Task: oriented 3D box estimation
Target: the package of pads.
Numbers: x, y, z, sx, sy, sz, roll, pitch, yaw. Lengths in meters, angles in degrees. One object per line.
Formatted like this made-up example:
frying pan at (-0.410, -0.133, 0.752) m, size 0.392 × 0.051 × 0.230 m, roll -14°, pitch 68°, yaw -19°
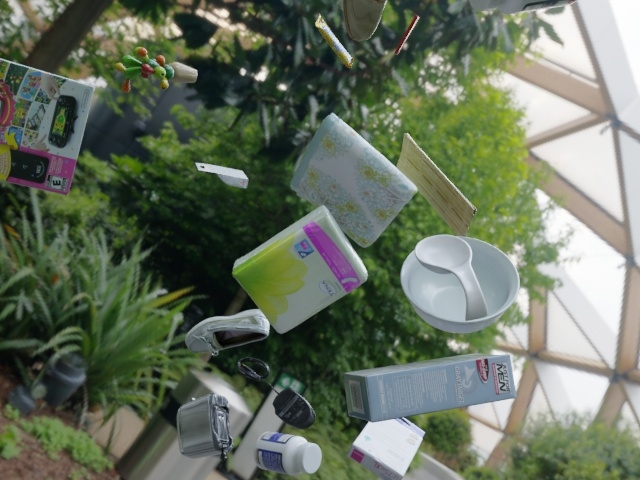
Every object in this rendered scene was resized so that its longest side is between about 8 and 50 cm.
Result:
package of pads at (-0.049, 0.083, 1.845) m, size 0.229 × 0.297 × 0.101 m, roll 56°, pitch 6°, yaw -22°

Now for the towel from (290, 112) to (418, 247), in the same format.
towel at (0.086, -0.161, 2.026) m, size 0.320 × 0.090 × 0.374 m, roll 39°, pitch -29°, yaw 2°

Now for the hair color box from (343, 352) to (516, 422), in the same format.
hair color box at (0.264, 0.356, 1.726) m, size 0.375 × 0.113 × 0.185 m, roll -6°, pitch -7°, yaw -15°

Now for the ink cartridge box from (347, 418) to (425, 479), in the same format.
ink cartridge box at (0.226, 0.675, 2.340) m, size 0.186 × 0.065 × 0.311 m, roll 31°, pitch 24°, yaw 13°

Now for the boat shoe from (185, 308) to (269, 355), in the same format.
boat shoe at (-0.329, 0.334, 2.466) m, size 0.103 × 0.321 × 0.118 m, roll -94°, pitch 166°, yaw -51°

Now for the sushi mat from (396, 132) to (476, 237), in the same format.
sushi mat at (0.321, -0.150, 1.976) m, size 0.316 × 0.019 × 0.151 m, roll 53°, pitch -24°, yaw 25°

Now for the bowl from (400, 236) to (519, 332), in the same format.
bowl at (0.356, 0.138, 1.825) m, size 0.298 × 0.298 × 0.134 m, roll 26°, pitch -38°, yaw 28°

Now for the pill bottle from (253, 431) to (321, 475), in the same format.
pill bottle at (-0.094, 0.626, 2.056) m, size 0.187 × 0.112 × 0.112 m, roll -4°, pitch -31°, yaw 40°

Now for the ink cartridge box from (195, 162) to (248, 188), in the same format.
ink cartridge box at (-0.358, -0.233, 2.527) m, size 0.179 × 0.045 × 0.145 m, roll 7°, pitch 15°, yaw -17°

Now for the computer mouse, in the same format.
computer mouse at (-0.104, 0.351, 1.623) m, size 0.242 × 0.071 × 0.041 m, roll 38°, pitch -16°, yaw 30°

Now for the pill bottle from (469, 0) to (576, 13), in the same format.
pill bottle at (0.343, -0.439, 1.178) m, size 0.108 × 0.180 × 0.107 m, roll 166°, pitch -90°, yaw -74°

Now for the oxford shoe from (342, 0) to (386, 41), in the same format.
oxford shoe at (0.140, -0.703, 1.918) m, size 0.123 × 0.348 × 0.130 m, roll 0°, pitch 35°, yaw -13°

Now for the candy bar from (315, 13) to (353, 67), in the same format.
candy bar at (0.036, -0.504, 1.788) m, size 0.018 × 0.040 × 0.161 m, roll -13°, pitch -42°, yaw 36°

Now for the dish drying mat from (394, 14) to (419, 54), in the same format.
dish drying mat at (0.171, -0.406, 1.390) m, size 0.008 × 0.083 × 0.032 m, roll 31°, pitch 17°, yaw 4°

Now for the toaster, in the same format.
toaster at (-0.375, 0.615, 2.283) m, size 0.147 × 0.226 × 0.129 m, roll -18°, pitch -26°, yaw 16°

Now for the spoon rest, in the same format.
spoon rest at (0.321, 0.068, 1.687) m, size 0.276 × 0.137 × 0.084 m, roll -114°, pitch -165°, yaw -49°

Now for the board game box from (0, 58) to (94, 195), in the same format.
board game box at (-0.608, -0.230, 1.328) m, size 0.303 × 0.224 × 0.097 m, roll 13°, pitch 9°, yaw -21°

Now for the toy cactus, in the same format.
toy cactus at (-0.386, -0.402, 1.685) m, size 0.181 × 0.112 × 0.219 m, roll 5°, pitch 6°, yaw -31°
